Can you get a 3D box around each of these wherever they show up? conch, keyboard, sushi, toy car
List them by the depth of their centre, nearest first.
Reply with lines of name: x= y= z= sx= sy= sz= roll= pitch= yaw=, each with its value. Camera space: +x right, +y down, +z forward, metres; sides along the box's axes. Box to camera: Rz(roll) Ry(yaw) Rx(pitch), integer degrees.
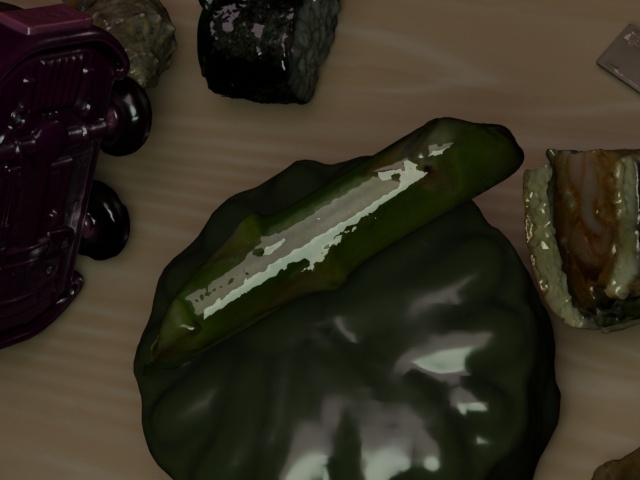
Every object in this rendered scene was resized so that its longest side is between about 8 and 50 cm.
toy car: x=-0.329 y=-0.075 z=1.423 sx=0.240 sy=0.271 sz=0.340 roll=29 pitch=115 yaw=25
keyboard: x=0.337 y=-0.140 z=1.446 sx=0.166 sy=0.017 sz=0.055 roll=40 pitch=86 yaw=25
sushi: x=-0.049 y=-0.243 z=1.525 sx=0.127 sy=0.124 sz=0.225 roll=8 pitch=76 yaw=17
conch: x=-0.229 y=-0.196 z=1.546 sx=0.155 sy=0.130 sz=0.207 roll=-31 pitch=49 yaw=-15

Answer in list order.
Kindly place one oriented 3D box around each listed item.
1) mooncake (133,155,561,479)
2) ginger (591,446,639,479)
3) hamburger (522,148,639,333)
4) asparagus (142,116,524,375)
mooncake: x=0.022 y=0.108 z=1.322 sx=0.356 sy=0.194 sz=0.356 roll=-5 pitch=67 yaw=11
ginger: x=0.280 y=0.214 z=1.281 sx=0.190 sy=0.069 sz=0.095 roll=-38 pitch=59 yaw=-3
hamburger: x=0.278 y=-0.008 z=1.341 sx=0.135 sy=0.208 sz=0.155 roll=5 pitch=100 yaw=45
asparagus: x=-0.001 y=-0.001 z=1.230 sx=0.343 sy=0.082 sz=0.085 roll=-31 pitch=58 yaw=3
